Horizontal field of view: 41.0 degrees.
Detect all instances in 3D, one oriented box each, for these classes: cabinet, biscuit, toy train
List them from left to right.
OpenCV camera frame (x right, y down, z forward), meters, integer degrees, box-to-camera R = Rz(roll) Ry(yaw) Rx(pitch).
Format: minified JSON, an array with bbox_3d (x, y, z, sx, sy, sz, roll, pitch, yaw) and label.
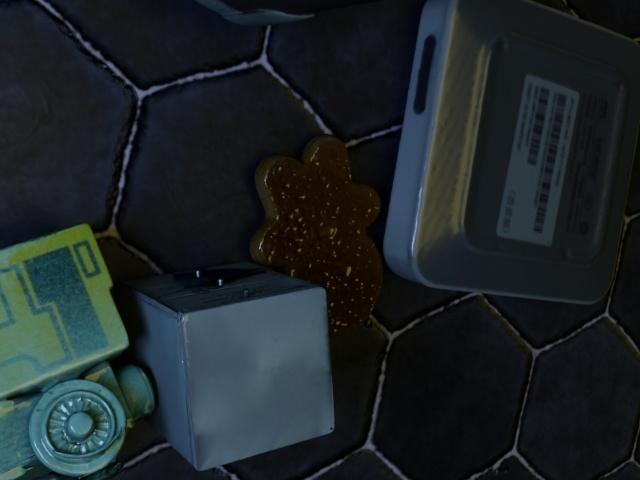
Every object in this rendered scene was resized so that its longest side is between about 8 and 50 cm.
[{"bbox_3d":[-0.337,0.149,0.744,0.368,0.150,0.237,-21,84,-29],"label":"toy train"},{"bbox_3d":[-0.102,0.108,0.861,0.145,0.206,0.150,-10,102,-29],"label":"cabinet"},{"bbox_3d":[0.000,0.000,1.002,0.179,0.039,0.236,-24,107,-29],"label":"biscuit"}]

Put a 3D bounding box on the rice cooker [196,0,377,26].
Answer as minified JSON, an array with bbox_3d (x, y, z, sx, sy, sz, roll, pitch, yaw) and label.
[{"bbox_3d":[-0.013,-0.374,0.782,0.335,0.325,0.335,-7,100,-44],"label":"rice cooker"}]

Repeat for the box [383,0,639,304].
[{"bbox_3d":[0.267,-0.110,1.105,0.372,0.090,0.368,7,94,-33],"label":"box"}]
